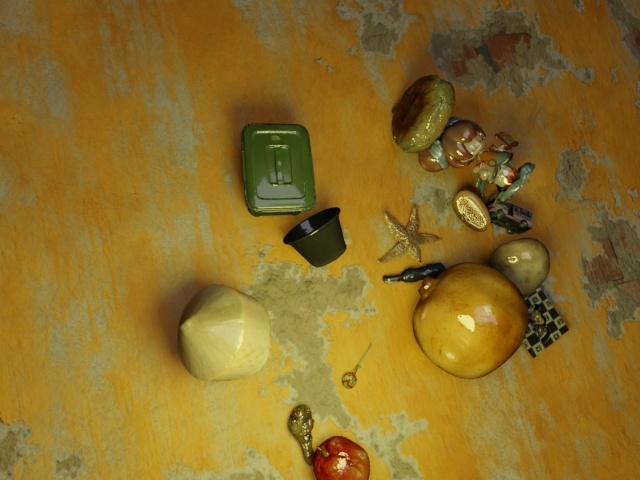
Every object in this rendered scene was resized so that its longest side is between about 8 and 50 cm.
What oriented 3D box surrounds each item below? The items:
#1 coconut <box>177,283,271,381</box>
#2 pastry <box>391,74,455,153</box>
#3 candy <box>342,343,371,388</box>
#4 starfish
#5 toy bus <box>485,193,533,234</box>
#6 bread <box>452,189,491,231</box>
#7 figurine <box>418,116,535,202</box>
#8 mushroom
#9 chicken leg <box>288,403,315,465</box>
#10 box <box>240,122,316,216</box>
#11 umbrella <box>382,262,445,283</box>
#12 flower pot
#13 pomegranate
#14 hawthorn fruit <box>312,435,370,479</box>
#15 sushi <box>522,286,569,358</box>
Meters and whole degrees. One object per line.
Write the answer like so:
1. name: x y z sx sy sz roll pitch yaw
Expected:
1. coconut: -0.311 0.290 1.488 0.328 0.329 0.329 3 76 -13
2. pastry: 0.399 -0.487 1.872 0.136 0.329 0.330 17 73 -20
3. candy: 0.137 0.448 1.713 0.056 0.049 0.185 52 61 -29
4. starfish: 0.328 -0.015 1.866 0.294 0.048 0.232 -22 93 -16
5. toy bus: 0.771 -0.106 1.969 0.198 0.096 0.108 22 68 -10
6. bread: 0.611 -0.119 1.933 0.114 0.077 0.189 -38 91 15
7. figurine: 0.617 -0.333 1.895 0.388 0.248 0.277 38 68 4
8. mushroom: 0.780 0.100 1.874 0.254 0.184 0.255 -5 110 -15
9. chicken leg: -0.055 0.654 1.603 0.084 0.069 0.198 -12 86 -40
10. box: -0.160 -0.245 1.737 0.252 0.178 0.329 -2 79 -13
11. umbrella: 0.360 0.137 1.831 0.248 0.071 0.071 -13 80 -12
12. flower pot: 0.000 0.000 1.711 0.235 0.235 0.148 -37 108 -19
13. pomegranate: 0.501 0.268 1.673 0.415 0.416 0.418 3 76 -13
14. hawthorn fruit: 0.057 0.714 1.541 0.179 0.179 0.200 -45 113 -19
15. sushi: 0.845 0.324 1.904 0.192 0.050 0.215 -37 94 -4
